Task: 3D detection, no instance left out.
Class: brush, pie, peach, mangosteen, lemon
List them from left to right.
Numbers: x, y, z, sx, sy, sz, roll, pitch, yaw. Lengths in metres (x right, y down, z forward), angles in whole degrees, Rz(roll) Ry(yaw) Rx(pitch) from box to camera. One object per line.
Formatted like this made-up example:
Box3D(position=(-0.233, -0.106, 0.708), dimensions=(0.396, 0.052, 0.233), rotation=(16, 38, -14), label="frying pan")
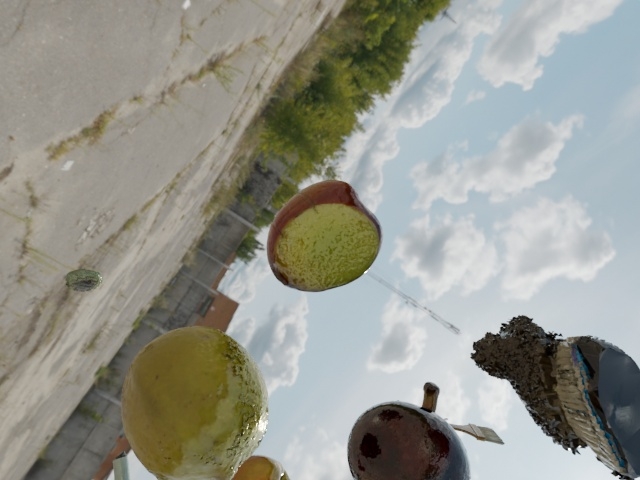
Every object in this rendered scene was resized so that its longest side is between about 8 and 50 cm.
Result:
Box3D(position=(-0.555, 0.095, 0.980), dimensions=(0.084, 0.084, 0.020), rotation=(-47, -134, 35), label="pie")
Box3D(position=(-0.233, 0.292, 0.770), dimensions=(0.257, 0.310, 0.258), rotation=(-30, 141, -28), label="lemon")
Box3D(position=(-0.263, 0.983, 1.572), dimensions=(0.307, 0.289, 0.289), rotation=(-29, -164, 7), label="peach")
Box3D(position=(0.000, 0.000, 1.005), dimensions=(0.274, 0.249, 0.245), rotation=(-31, 176, -5), label="peach")
Box3D(position=(0.182, 0.396, 0.811), dimensions=(0.261, 0.235, 0.235), rotation=(-51, -173, -35), label="mangosteen")
Box3D(position=(0.361, 0.521, 1.164), dimensions=(0.103, 0.272, 0.014), rotation=(37, 62, -82), label="brush")

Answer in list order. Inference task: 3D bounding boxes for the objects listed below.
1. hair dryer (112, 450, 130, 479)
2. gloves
Box3D(position=(-0.420, 0.576, 0.883), dimensions=(0.073, 0.131, 0.237), rotation=(-22, -115, 17), label="hair dryer")
Box3D(position=(0.357, 0.215, 0.646), dimensions=(0.135, 0.210, 0.312), rotation=(-40, 170, -2), label="gloves")
